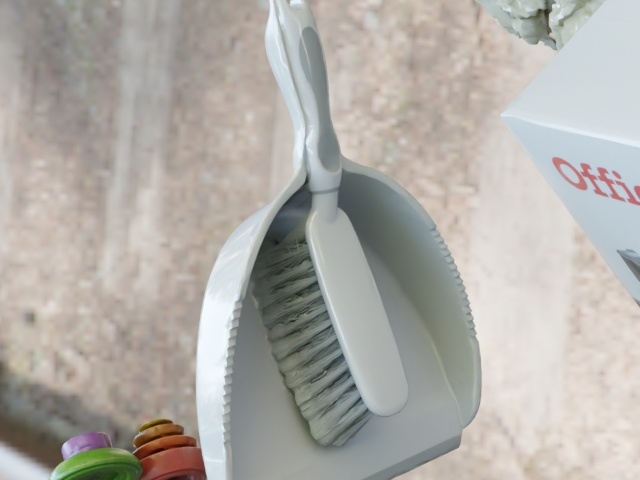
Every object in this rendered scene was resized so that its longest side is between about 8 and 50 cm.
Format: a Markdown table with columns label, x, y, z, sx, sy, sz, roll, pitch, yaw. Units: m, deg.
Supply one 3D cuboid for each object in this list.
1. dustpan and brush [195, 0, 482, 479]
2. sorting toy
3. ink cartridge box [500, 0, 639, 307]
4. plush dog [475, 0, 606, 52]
| label | x | y | z | sx | sy | sz | roll | pitch | yaw |
| --- | --- | --- | --- | --- | --- | --- | --- | --- | --- |
| dustpan and brush | 0.000 | 0.000 | 0.769 | 0.060 | 0.147 | 0.211 | -16 | 93 | 48 |
| sorting toy | -0.109 | 0.116 | 1.049 | 0.061 | 0.102 | 0.042 | -39 | 58 | 35 |
| ink cartridge box | 0.218 | 0.023 | 0.702 | 0.114 | 0.273 | 0.197 | -44 | 25 | -12 |
| plush dog | 0.152 | -0.130 | 0.920 | 0.225 | 0.262 | 0.210 | 33 | 98 | 38 |
